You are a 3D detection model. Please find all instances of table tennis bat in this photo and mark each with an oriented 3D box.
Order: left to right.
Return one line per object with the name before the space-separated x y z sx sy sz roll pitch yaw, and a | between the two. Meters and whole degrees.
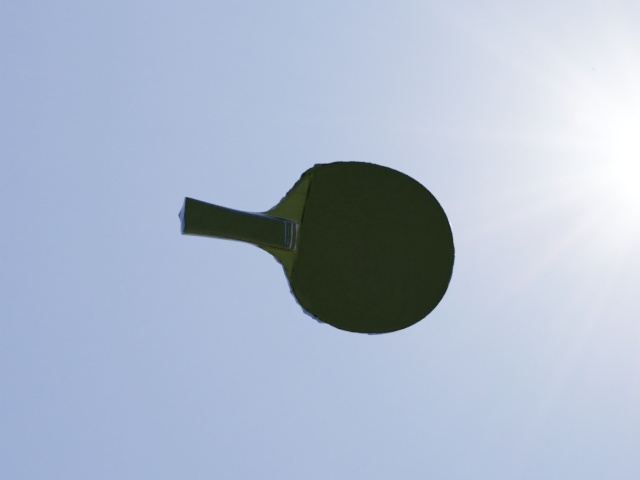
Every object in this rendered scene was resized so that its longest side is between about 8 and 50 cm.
table tennis bat | 0.000 0.000 0.408 0.083 0.007 0.050 10 -98 -18
